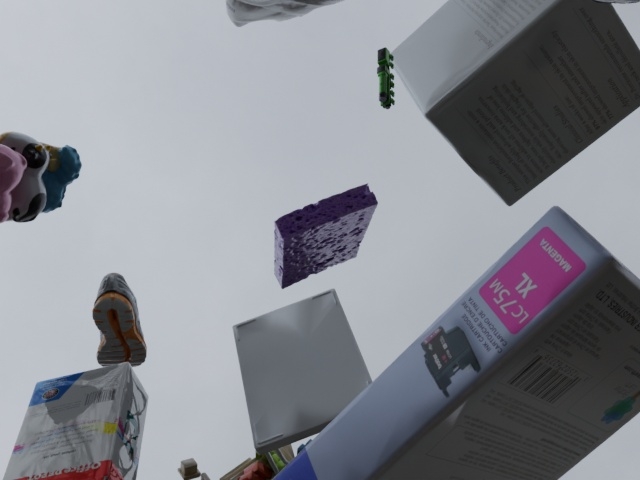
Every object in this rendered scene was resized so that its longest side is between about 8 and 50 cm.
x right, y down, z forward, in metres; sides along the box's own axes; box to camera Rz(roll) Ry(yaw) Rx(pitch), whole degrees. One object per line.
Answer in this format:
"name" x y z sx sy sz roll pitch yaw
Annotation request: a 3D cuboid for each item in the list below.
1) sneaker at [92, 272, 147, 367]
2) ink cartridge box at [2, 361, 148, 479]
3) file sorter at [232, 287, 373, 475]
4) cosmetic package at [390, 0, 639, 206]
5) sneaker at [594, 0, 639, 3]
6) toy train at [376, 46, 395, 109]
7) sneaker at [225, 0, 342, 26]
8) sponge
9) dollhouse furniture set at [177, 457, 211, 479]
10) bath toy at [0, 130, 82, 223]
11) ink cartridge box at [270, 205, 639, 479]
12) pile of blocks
"sneaker" -0.339 0.143 1.153 0.084 0.083 0.215 -1 -45 -14
"ink cartridge box" -0.298 0.267 0.831 0.134 0.231 0.078 -13 -55 3
"file sorter" -0.012 0.254 1.130 0.192 0.278 0.173 -21 -55 -1
"cosmetic package" 0.420 -0.363 1.460 0.393 0.327 0.329 -39 -56 17
"sneaker" 0.433 -0.376 0.886 0.235 0.153 0.094 -35 -65 -9
"toy train" 0.077 -0.194 0.811 0.017 0.083 0.023 -14 -30 29
"sneaker" -0.019 -0.406 1.050 0.297 0.129 0.111 -16 -100 -23
"sponge" 0.000 0.000 0.847 0.117 0.031 0.210 -22 -15 -11
"dollhouse furniture set" -0.364 0.685 1.522 0.303 0.355 0.174 -5 -73 -30
"bath toy" -0.499 -0.094 1.060 0.129 0.348 0.151 -13 -80 7
"ink cartridge box" 0.100 0.136 0.464 0.185 0.065 0.311 29 -72 -41
"pile of blocks" -0.032 0.459 1.439 0.362 0.149 0.113 -8 -51 -17
